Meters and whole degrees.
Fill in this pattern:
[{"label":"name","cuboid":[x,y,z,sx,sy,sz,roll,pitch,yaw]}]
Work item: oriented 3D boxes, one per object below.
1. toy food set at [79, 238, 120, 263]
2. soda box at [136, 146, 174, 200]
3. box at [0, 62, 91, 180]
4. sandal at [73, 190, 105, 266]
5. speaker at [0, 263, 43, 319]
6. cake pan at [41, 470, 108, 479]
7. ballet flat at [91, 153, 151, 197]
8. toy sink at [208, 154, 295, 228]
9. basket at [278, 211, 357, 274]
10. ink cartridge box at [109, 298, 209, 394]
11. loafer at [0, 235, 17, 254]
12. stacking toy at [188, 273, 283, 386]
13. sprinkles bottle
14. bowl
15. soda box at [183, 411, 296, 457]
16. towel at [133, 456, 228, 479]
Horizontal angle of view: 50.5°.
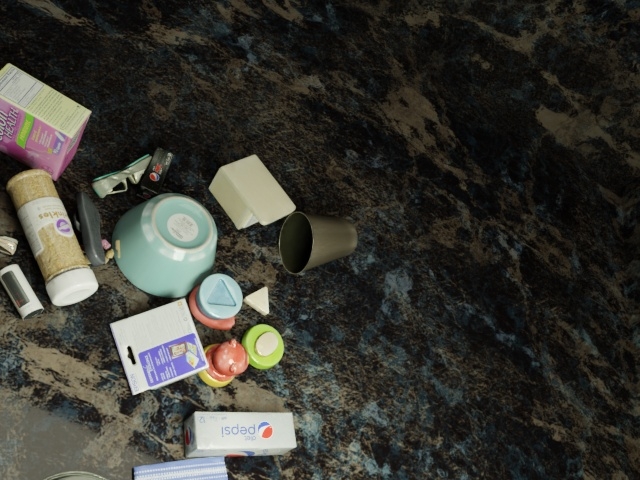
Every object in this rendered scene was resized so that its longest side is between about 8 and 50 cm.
[{"label":"toy food set","cuboid":[-0.613,0.031,1.863,0.122,0.019,0.078,-4,63,-14]},{"label":"soda box","cuboid":[-0.504,-0.202,2.070,0.060,0.053,0.169,26,50,-18]},{"label":"box","cuboid":[-0.782,-0.316,1.846,0.242,0.213,0.117,31,49,-14]},{"label":"sandal","cuboid":[-0.638,-0.036,1.839,0.054,0.097,0.255,-23,52,1]},{"label":"speaker","cuboid":[-0.749,0.130,1.698,0.055,0.055,0.136,-26,79,-41]},{"label":"cake pan","cuboid":[-0.547,0.657,1.504,0.293,0.054,0.293,16,55,-25]},{"label":"ballet flat","cuboid":[-0.578,-0.186,2.011,0.213,0.072,0.068,-36,104,-39]},{"label":"toy sink","cuboid":[-0.218,-0.131,2.167,0.152,0.131,0.234,-29,76,-42]},{"label":"basket","cuboid":[0.000,0.000,2.215,0.226,0.205,0.154,-6,26,-45]},{"label":"ink cartridge box","cuboid":[-0.427,0.282,1.806,0.208,0.045,0.206,-18,71,-16]},{"label":"loafer","cuboid":[-0.838,0.004,1.726,0.125,0.045,0.039,16,61,-29]},{"label":"stacking toy","cuboid":[-0.216,0.236,1.921,0.279,0.130,0.309,-2,69,-35]},{"label":"sprinkles bottle","cuboid":[-0.702,-0.010,1.772,0.121,0.121,0.356,-16,72,-39]},{"label":"bowl","cuboid":[-0.419,-0.012,1.937,0.311,0.163,0.312,17,53,-24]},{"label":"soda box","cuboid":[-0.211,0.513,1.793,0.286,0.091,0.098,8,57,-30]},{"label":"towel","cuboid":[-0.320,0.705,1.645,0.243,0.040,0.336,3,59,-30]}]
